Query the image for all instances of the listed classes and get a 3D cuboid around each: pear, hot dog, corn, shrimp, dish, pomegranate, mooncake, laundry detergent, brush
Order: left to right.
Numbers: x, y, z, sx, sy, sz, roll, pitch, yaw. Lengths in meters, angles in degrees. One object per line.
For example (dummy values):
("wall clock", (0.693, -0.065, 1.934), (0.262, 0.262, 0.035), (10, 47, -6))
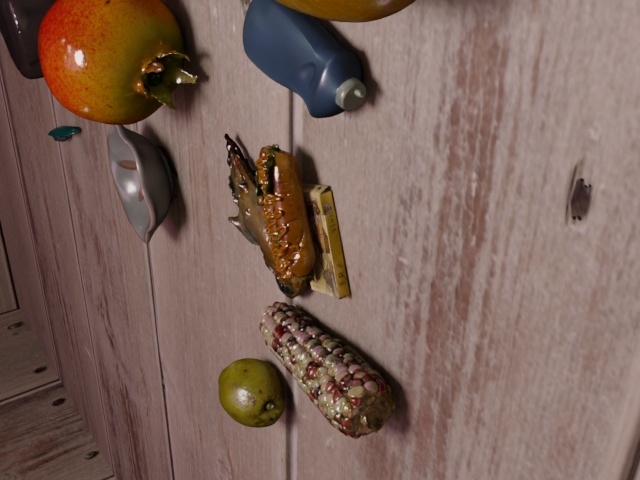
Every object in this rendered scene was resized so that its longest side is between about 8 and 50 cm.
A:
("mooncake", (-0.628, -0.475, 1.776), (0.245, 0.133, 0.245), (37, 137, 46))
("brush", (-0.619, -0.257, 1.993), (0.193, 0.043, 0.032), (14, 137, 55))
("pomegranate", (-0.303, -0.282, 1.244), (0.256, 0.221, 0.221), (24, 130, 24))
("dish", (-0.318, -0.113, 1.505), (0.229, 0.081, 0.229), (44, 144, 45))
("shrimp", (-0.099, -0.028, 1.181), (0.262, 0.066, 0.117), (60, 150, 23))
("pear", (-0.111, 0.246, 1.328), (0.131, 0.107, 0.107), (15, 120, 47))
("hot dog", (-0.049, -0.030, 1.056), (0.072, 0.055, 0.188), (6, 110, 58))
("laundry detergent", (-0.014, -0.205, 0.932), (0.206, 0.061, 0.097), (46, 135, 37))
("corn", (-0.003, 0.166, 1.097), (0.280, 0.092, 0.092), (34, 134, 50))

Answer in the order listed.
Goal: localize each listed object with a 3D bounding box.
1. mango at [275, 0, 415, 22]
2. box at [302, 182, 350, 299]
("mango", (-0.011, -0.328, 0.724), (0.384, 0.199, 0.221), (-119, 21, -44))
("box", (0.000, 0.000, 1.067), (0.073, 0.020, 0.149), (12, 116, 59))
